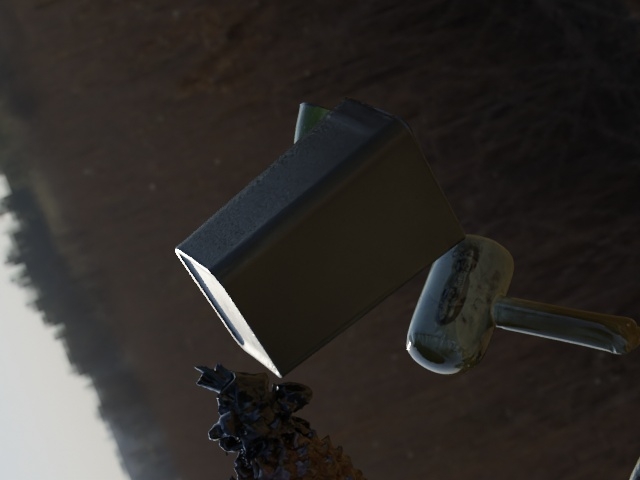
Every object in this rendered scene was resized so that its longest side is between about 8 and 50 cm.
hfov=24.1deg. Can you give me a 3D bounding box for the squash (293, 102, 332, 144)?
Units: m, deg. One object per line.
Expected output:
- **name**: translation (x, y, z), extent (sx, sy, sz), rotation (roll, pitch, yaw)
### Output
- **squash**: translation (0.001, -0.080, 1.732), extent (0.105, 0.105, 0.132), rotation (145, 147, -82)

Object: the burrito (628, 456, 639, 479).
- **burrito**: translation (0.490, 0.366, 2.107), extent (0.143, 0.299, 0.105), rotation (19, 177, 43)

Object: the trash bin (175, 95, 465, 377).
- **trash bin**: translation (0.000, 0.000, 1.494), extent (0.122, 0.240, 0.164), rotation (31, 158, 55)

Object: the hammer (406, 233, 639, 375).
- **hammer**: translation (0.275, 0.099, 1.975), extent (0.202, 0.305, 0.113), rotation (-68, -29, -25)

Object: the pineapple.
- **pineapple**: translation (-0.049, 0.311, 2.038), extent (0.223, 0.223, 0.357), rotation (101, 145, -75)
